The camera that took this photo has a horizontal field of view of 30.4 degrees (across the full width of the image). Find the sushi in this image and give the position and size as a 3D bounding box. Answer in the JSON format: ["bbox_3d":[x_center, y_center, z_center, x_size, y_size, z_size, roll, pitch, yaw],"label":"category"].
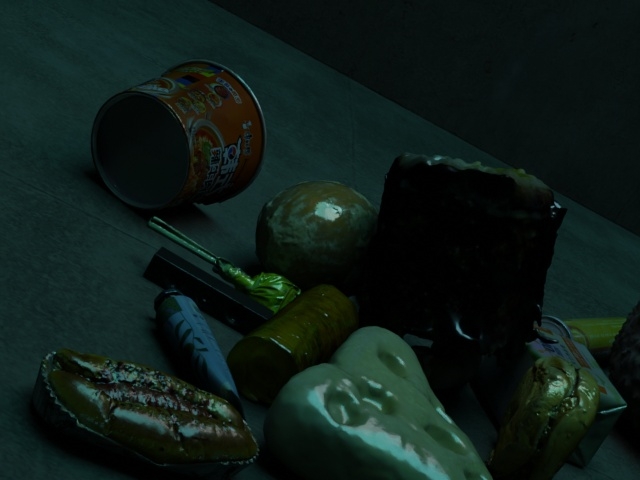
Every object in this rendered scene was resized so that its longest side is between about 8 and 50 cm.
[{"bbox_3d":[0.221,0.023,1.816,0.281,0.294,0.299,14,8,35],"label":"sushi"}]

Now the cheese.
[{"bbox_3d":[0.120,0.268,1.511,0.328,0.130,0.351,38,20,11],"label":"cheese"}]

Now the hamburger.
[{"bbox_3d":[0.326,0.264,1.727,0.108,0.214,0.214,33,18,8],"label":"hamburger"}]

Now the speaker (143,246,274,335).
[{"bbox_3d":[-0.161,0.077,1.711,0.191,0.040,0.046,30,17,-1],"label":"speaker"}]

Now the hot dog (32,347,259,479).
[{"bbox_3d":[-0.188,0.195,1.301,0.268,0.075,0.144,23,17,-29],"label":"hot dog"}]

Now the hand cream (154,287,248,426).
[{"bbox_3d":[-0.148,0.149,1.495,0.058,0.091,0.271,-21,40,-16],"label":"hand cream"}]

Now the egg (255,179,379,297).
[{"bbox_3d":[0.000,0.000,1.907,0.245,0.203,0.203,11,26,-50],"label":"egg"}]

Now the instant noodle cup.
[{"bbox_3d":[-0.242,-0.161,1.933,0.250,0.250,0.192,36,28,16],"label":"instant noodle cup"}]

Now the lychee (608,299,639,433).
[{"bbox_3d":[0.729,0.245,2.148,0.432,0.380,0.380,48,15,-13],"label":"lychee"}]

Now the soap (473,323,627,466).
[{"bbox_3d":[0.370,0.243,1.945,0.182,0.138,0.199,22,21,-22],"label":"soap"}]

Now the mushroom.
[{"bbox_3d":[0.193,0.198,1.887,0.223,0.081,0.092,-12,70,-60],"label":"mushroom"}]

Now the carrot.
[{"bbox_3d":[-0.028,0.140,1.640,0.114,0.114,0.302,34,21,10],"label":"carrot"}]

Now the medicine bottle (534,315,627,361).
[{"bbox_3d":[0.538,0.199,2.373,0.108,0.108,0.426,41,20,29],"label":"medicine bottle"}]

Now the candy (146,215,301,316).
[{"bbox_3d":[-0.146,0.040,1.752,0.262,0.073,0.077,33,-5,-19],"label":"candy"}]
